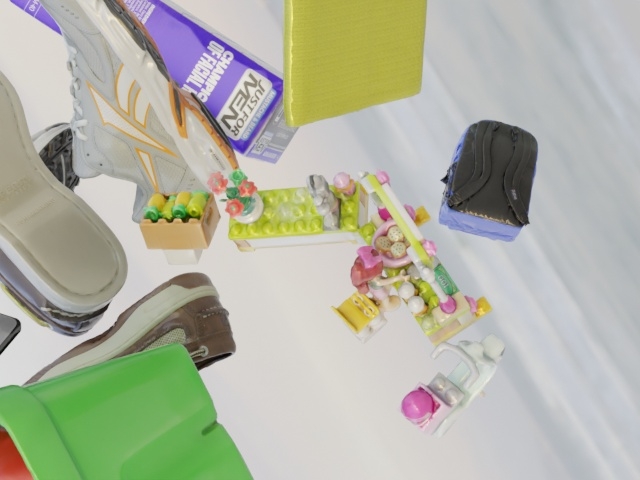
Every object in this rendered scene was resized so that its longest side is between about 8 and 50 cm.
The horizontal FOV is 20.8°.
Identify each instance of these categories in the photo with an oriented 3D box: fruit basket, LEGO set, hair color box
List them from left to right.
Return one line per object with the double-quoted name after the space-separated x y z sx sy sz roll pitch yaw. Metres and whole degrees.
-0.213 0.289 1.218 0.392 0.392 0.283 57 148 -9 "fruit basket"
-0.182 -0.224 2.057 0.339 0.110 0.185 32 -175 8 "hair color box"
0.000 0.000 1.145 0.287 0.132 0.107 33 171 26 "LEGO set"

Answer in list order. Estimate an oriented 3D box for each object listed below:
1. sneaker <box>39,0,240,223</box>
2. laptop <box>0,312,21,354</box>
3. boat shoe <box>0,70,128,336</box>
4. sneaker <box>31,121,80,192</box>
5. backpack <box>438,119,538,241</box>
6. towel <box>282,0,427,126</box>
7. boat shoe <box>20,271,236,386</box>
-0.176 -0.114 1.453 0.262 0.121 0.099 54 -174 -26 "sneaker"
-0.386 -0.031 1.002 0.382 0.236 0.408 18 -161 2 "laptop"
-0.298 -0.054 1.574 0.324 0.116 0.097 50 146 9 "boat shoe"
-0.364 -0.063 1.958 0.108 0.271 0.100 21 130 26 "sneaker"
0.180 -0.067 1.908 0.098 0.120 0.101 16 163 -8 "backpack"
0.015 -0.177 0.810 0.021 0.102 0.237 15 112 40 "towel"
-0.183 0.136 1.538 0.095 0.257 0.095 58 -159 17 "boat shoe"
